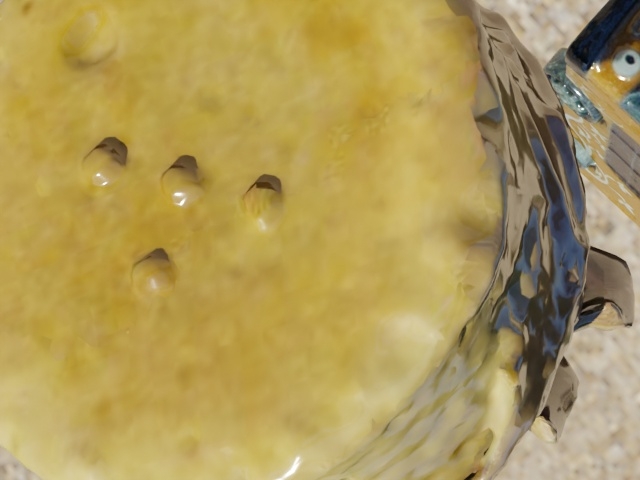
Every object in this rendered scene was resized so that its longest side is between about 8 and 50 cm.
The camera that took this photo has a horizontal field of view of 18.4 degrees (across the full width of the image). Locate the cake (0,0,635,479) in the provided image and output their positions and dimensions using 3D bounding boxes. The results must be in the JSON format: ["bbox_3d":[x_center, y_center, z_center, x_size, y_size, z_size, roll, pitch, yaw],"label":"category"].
[{"bbox_3d":[-0.004,0.008,1.045,0.332,0.332,0.321,-42,153,9],"label":"cake"}]

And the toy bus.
[{"bbox_3d":[0.282,-0.099,1.477,0.162,0.194,0.323,-44,169,-3],"label":"toy bus"}]
